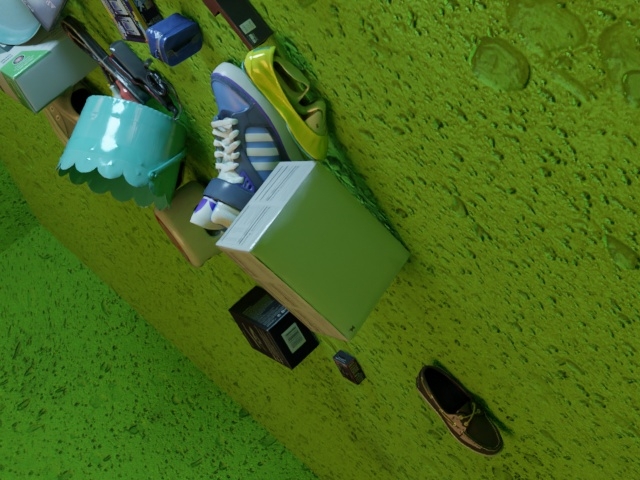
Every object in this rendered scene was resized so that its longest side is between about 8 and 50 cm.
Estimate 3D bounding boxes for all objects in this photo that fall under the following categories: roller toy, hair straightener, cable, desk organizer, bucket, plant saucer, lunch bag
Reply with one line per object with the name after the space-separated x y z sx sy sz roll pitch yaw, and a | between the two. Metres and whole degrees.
-0.303 -0.043 2.235 0.191 0.146 0.209 47 167 31 | roller toy
-0.381 -0.354 1.983 0.230 0.047 0.089 49 158 11 | hair straightener
-0.491 -0.384 2.073 0.287 0.072 0.139 47 168 -27 | cable
-0.141 -0.372 1.491 0.130 0.047 0.050 51 161 -6 | desk organizer
-0.439 -0.197 2.054 0.281 0.183 0.281 16 170 3 | bucket
-0.735 -0.612 2.088 0.317 0.043 0.318 17 123 27 | plant saucer
-0.269 -0.368 1.675 0.065 0.098 0.067 31 148 33 | lunch bag

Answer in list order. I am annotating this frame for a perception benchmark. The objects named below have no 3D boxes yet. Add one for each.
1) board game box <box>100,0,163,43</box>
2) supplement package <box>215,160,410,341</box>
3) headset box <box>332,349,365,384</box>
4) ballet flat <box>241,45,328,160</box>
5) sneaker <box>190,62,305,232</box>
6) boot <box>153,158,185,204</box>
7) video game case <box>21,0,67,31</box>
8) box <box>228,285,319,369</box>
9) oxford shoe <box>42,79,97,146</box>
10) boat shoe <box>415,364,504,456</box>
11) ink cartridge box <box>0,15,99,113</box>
-0.385 -0.474 1.789 0.141 0.048 0.170 24 148 51 | board game box
-0.010 0.017 1.621 0.262 0.204 0.145 44 163 -25 | supplement package
0.070 0.317 2.283 0.062 0.032 0.083 22 148 50 | headset box
-0.037 -0.227 1.501 0.077 0.077 0.231 -23 122 29 | ballet flat
-0.166 -0.135 1.681 0.130 0.236 0.323 11 138 57 | sneaker
-0.435 -0.204 2.307 0.176 0.088 0.244 46 151 7 | boot
-0.599 -0.594 1.925 0.196 0.026 0.274 50 141 -3 | video game case
-0.126 0.229 2.408 0.207 0.108 0.153 21 146 51 | box
-0.700 -0.415 2.417 0.449 0.169 0.130 50 119 18 | oxford shoe
0.283 0.347 1.851 0.227 0.081 0.069 43 162 21 | boat shoe
-0.712 -0.459 2.218 0.289 0.211 0.122 31 157 37 | ink cartridge box
